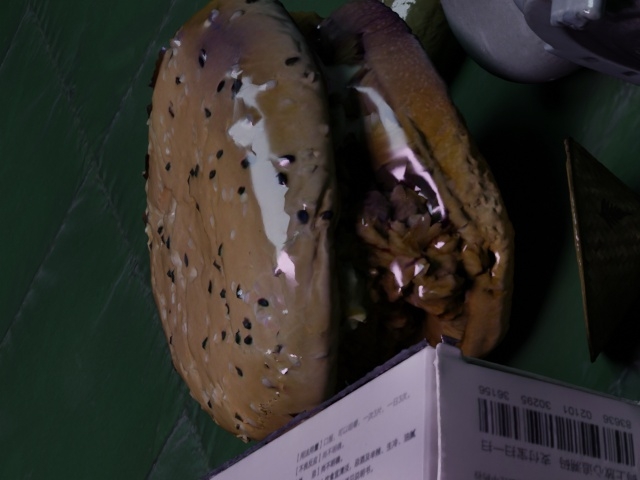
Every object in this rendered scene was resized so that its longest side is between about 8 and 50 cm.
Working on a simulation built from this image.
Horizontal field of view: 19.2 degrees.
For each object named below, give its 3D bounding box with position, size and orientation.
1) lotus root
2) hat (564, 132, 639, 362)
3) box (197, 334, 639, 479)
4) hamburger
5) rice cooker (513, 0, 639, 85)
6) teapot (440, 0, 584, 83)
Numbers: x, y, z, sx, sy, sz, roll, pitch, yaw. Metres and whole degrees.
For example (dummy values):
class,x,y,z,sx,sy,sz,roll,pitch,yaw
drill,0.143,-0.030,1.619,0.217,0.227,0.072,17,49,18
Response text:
class,x,y,z,sx,sy,sz,roll,pitch,yaw
lotus root,0.068,-0.166,1.495,0.183,0.077,0.090,-60,29,26
hat,0.192,0.002,1.182,0.146,0.067,0.146,-7,-90,-83
box,0.053,0.194,1.191,0.333,0.173,0.145,-37,44,49
hamburger,0.000,0.000,1.331,0.277,0.195,0.318,-117,28,-44
rice cooker,0.236,-0.225,1.007,0.316,0.264,0.317,-43,39,49
teapot,0.096,-0.216,1.279,0.183,0.251,0.183,-41,41,47
